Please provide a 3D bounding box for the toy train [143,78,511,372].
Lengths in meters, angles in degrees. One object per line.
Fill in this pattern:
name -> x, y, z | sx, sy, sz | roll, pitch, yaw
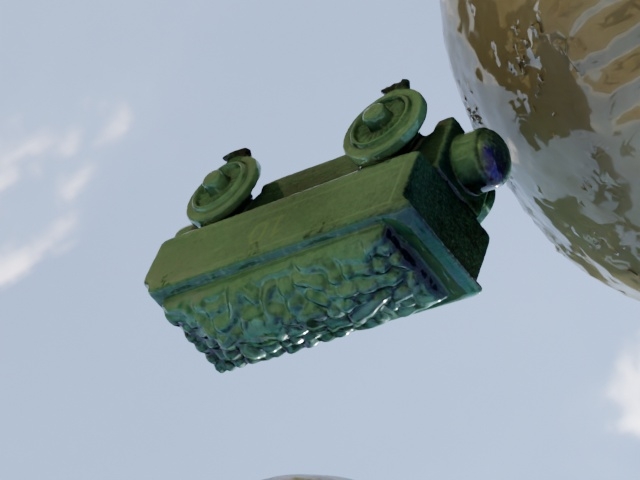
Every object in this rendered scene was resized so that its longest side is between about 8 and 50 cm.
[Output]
toy train -> 0.000, 0.000, 0.819 | 0.172, 0.070, 0.099 | -19, -146, 37

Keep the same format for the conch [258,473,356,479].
conch -> 0.003, 0.256, 1.213 | 0.249, 0.197, 0.368 | 9, -153, 31

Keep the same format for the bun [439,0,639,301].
bun -> 0.203, -0.123, 0.892 | 0.326, 0.362, 0.234 | -55, -152, -5
